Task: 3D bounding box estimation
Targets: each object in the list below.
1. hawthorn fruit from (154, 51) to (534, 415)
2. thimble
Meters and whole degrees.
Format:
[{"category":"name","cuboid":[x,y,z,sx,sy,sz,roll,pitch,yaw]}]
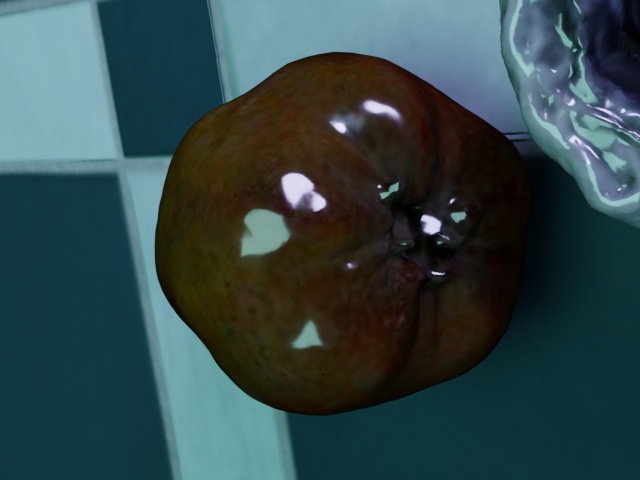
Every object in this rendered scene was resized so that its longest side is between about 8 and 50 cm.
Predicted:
[{"category":"hawthorn fruit","cuboid":[0.000,0.000,0.651,0.248,0.208,0.208,-9,99,65]},{"category":"thimble","cuboid":[0.201,-0.114,0.460,0.245,0.157,0.217,-28,86,41]}]
